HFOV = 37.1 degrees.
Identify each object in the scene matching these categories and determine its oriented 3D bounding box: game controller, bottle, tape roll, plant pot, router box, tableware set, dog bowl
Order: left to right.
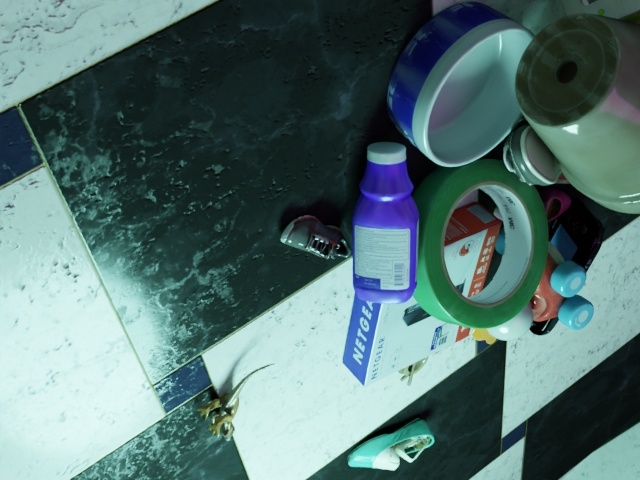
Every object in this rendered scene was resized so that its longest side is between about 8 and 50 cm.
[{"bbox_3d":[0.114,-0.030,1.674,0.092,0.118,0.283,-60,151,-64],"label":"bottle"},{"bbox_3d":[0.205,0.112,1.963,0.301,0.082,0.336,-21,138,-30],"label":"router box"},{"bbox_3d":[0.259,0.249,2.190,0.194,0.039,0.128,-36,144,-12],"label":"tableware set"},{"bbox_3d":[0.243,-0.263,1.611,0.264,0.104,0.265,-27,141,-24],"label":"dog bowl"},{"bbox_3d":[0.298,0.005,1.820,0.321,0.077,0.322,-3,95,-33],"label":"tape roll"},{"bbox_3d":[0.543,0.061,2.188,0.067,0.166,0.319,6,123,-27],"label":"game controller"},{"bbox_3d":[0.475,-0.231,1.567,0.280,0.323,0.323,16,113,-43],"label":"plant pot"}]

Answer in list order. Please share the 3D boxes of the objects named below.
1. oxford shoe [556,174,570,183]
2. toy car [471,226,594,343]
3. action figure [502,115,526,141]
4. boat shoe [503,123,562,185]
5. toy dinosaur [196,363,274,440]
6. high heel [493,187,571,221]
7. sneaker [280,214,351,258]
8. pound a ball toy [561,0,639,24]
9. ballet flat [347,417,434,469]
[{"bbox_3d":[0.566,-0.162,2.085,0.212,0.076,0.076,-14,104,-34],"label":"oxford shoe"},{"bbox_3d":[0.419,0.126,2.047,0.238,0.219,0.210,-36,131,-14],"label":"toy car"},{"bbox_3d":[0.427,-0.275,1.819,0.232,0.063,0.137,-33,155,-11],"label":"action figure"},{"bbox_3d":[0.388,-0.151,1.760,0.095,0.112,0.335,-13,179,28],"label":"boat shoe"},{"bbox_3d":[-0.174,0.307,1.810,0.112,0.064,0.212,-33,157,-47],"label":"toy dinosaur"},{"bbox_3d":[0.491,-0.055,2.052,0.244,0.117,0.082,-3,118,-42],"label":"high heel"},{"bbox_3d":[0.000,0.000,1.660,0.157,0.065,0.061,6,121,-48],"label":"sneaker"},{"bbox_3d":[0.570,-0.446,1.671,0.319,0.136,0.208,-20,168,41],"label":"pound a ball toy"},{"bbox_3d":[0.184,0.512,2.335,0.247,0.087,0.083,-18,137,-33],"label":"ballet flat"}]
